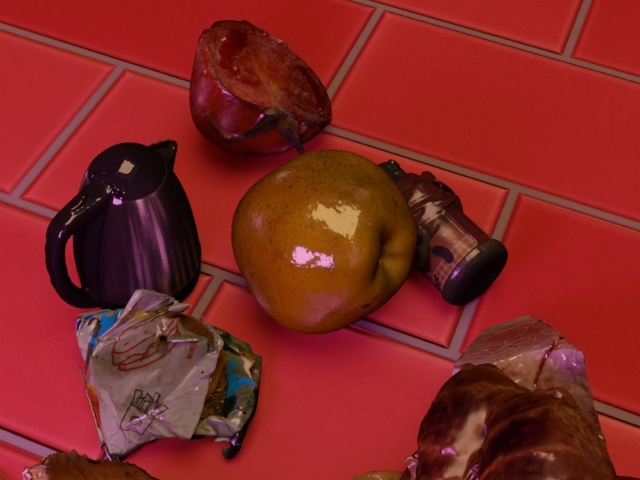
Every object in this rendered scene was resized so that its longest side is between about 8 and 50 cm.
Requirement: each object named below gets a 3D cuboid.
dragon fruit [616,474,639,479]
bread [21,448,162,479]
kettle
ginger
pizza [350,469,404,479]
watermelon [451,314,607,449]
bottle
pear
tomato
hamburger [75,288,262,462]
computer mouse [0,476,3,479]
[{"bbox_3d":[0.363,0.413,1.297,0.299,0.244,0.244,-5,49,-23],"label":"dragon fruit"},{"bbox_3d":[-0.281,0.430,1.277,0.248,0.315,0.279,35,80,26],"label":"bread"},{"bbox_3d":[-0.311,-0.035,1.616,0.251,0.271,0.207,-13,51,-16],"label":"kettle"},{"bbox_3d":[0.211,0.295,1.254,0.274,0.152,0.357,-45,25,-10],"label":"ginger"},{"bbox_3d":[0.092,0.411,1.387,0.223,0.089,0.323,-34,60,-25],"label":"pizza"},{"bbox_3d":[0.316,0.223,1.488,0.193,0.232,0.310,-15,60,26],"label":"watermelon"},{"bbox_3d":[0.173,-0.019,1.730,0.156,0.143,0.271,-49,63,8],"label":"bottle"},{"bbox_3d":[0.000,0.000,1.613,0.294,0.294,0.294,2,49,-2],"label":"pear"},{"bbox_3d":[-0.137,-0.253,1.889,0.309,0.170,0.309,32,29,-20],"label":"tomato"},{"bbox_3d":[-0.218,0.181,1.518,0.276,0.150,0.260,-3,51,-8],"label":"hamburger"},{"bbox_3d":[-0.455,0.349,1.432,0.056,0.032,0.110,-27,56,-25],"label":"computer mouse"}]
